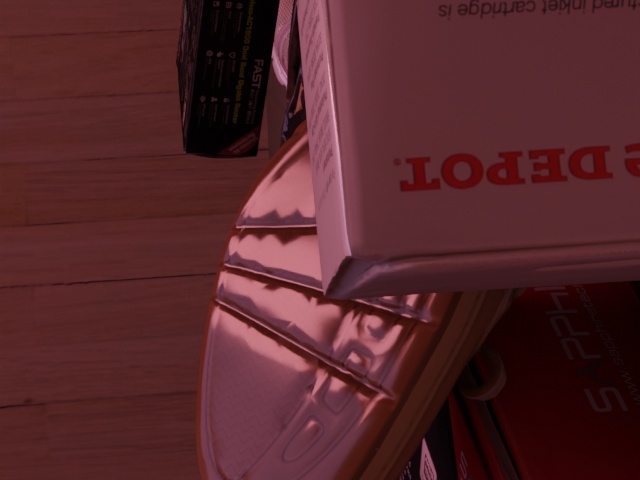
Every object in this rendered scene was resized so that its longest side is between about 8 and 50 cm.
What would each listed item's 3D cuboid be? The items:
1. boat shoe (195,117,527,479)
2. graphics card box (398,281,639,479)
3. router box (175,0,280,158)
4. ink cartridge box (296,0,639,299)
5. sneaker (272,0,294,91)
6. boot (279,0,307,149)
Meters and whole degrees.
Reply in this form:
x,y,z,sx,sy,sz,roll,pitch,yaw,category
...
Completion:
x,y,z,sx,sy,sz,roll,pitch,yaw,category
0.048,-0.024,0.523,0.104,0.089,0.285,21,85,41,boat shoe
0.084,0.179,0.658,0.233,0.094,0.371,-108,16,-53,graphics card box
-0.045,-0.115,0.728,0.092,0.038,0.122,-102,19,-51,router box
0.066,-0.089,0.428,0.086,0.148,0.203,123,143,-79,ink cartridge box
0.026,-0.120,1.097,0.111,0.102,0.252,103,154,-66,sneaker
0.036,-0.130,0.747,0.284,0.138,0.377,-104,15,-54,boot
